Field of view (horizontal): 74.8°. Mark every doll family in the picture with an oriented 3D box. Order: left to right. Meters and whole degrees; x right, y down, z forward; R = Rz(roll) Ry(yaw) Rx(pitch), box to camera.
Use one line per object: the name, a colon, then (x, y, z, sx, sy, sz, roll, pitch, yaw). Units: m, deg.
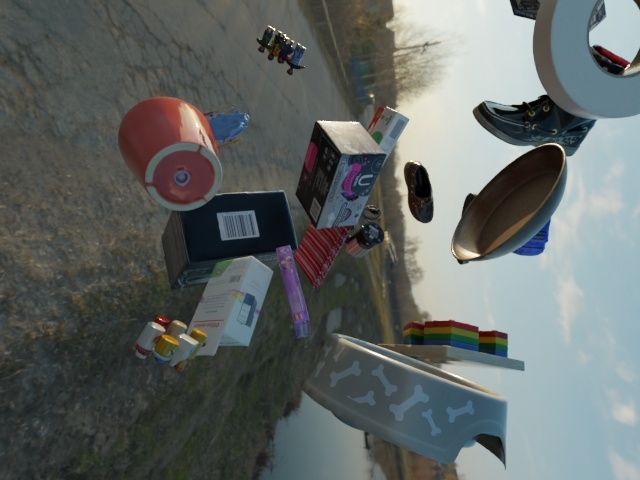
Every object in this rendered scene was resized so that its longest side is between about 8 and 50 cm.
doll family: (-0.142, -0.684, 1.522, 0.111, 0.193, 0.076, -58, 171, 26)

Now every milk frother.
milk frother: (0.155, -0.032, 1.475, 0.129, 0.135, 0.143, 47, 55, 0)

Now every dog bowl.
dog bowl: (0.144, 0.255, 0.711, 0.349, 0.349, 0.102, 52, 56, -73)

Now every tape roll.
tape roll: (0.689, -0.480, 0.967, 0.072, 0.392, 0.392, -122, -159, -74)

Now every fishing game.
fishing game: (-0.341, -0.401, 1.493, 0.041, 0.189, 0.264, 73, -5, -46)

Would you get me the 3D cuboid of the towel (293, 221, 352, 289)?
towel: (0.000, 0.000, 1.401, 0.274, 0.031, 0.199, -63, -143, 22)

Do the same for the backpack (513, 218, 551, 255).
backpack: (0.507, -0.020, 1.034, 0.101, 0.098, 0.120, -90, -174, -80)

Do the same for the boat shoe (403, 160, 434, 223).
boat shoe: (0.301, -0.138, 1.257, 0.207, 0.073, 0.073, 67, -8, -25)

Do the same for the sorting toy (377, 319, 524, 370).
sorting toy: (0.323, 0.262, 1.061, 0.255, 0.257, 0.089, -22, -124, 58)

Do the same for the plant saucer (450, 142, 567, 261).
plant saucer: (0.264, -0.043, 0.581, 0.036, 0.198, 0.198, 37, 17, -6)

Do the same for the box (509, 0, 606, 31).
box: (0.669, -0.758, 1.228, 0.242, 0.076, 0.307, 40, 13, -42)

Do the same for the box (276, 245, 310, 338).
box: (-0.100, 0.192, 1.543, 0.201, 0.057, 0.293, 90, -15, -62)

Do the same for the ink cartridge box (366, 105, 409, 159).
ink cartridge box: (0.163, -0.323, 1.285, 0.181, 0.056, 0.224, -60, -152, 17)

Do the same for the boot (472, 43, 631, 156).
boot: (0.643, -0.391, 1.146, 0.284, 0.378, 0.138, 120, -24, -47)

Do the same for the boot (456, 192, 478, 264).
boot: (0.532, -0.030, 1.324, 0.085, 0.179, 0.236, -106, -160, -69)

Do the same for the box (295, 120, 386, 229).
box: (0.049, -0.173, 1.135, 0.163, 0.142, 0.247, 60, -35, 36)

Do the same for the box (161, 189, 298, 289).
box: (-0.430, 0.003, 1.909, 0.472, 0.480, 0.297, -33, -113, 58)

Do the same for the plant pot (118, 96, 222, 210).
plant pot: (-0.398, -0.222, 1.148, 0.243, 0.275, 0.275, 52, -16, 45)

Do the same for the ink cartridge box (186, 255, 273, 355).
ink cartridge box: (-0.315, 0.241, 1.422, 0.119, 0.207, 0.353, 43, 51, -37)

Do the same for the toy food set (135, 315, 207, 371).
toy food set: (-0.341, 0.241, 0.920, 0.104, 0.111, 0.232, -59, 179, -6)

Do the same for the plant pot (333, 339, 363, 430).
plant pot: (0.154, 0.514, 1.472, 0.293, 0.293, 0.235, 11, 100, -81)
